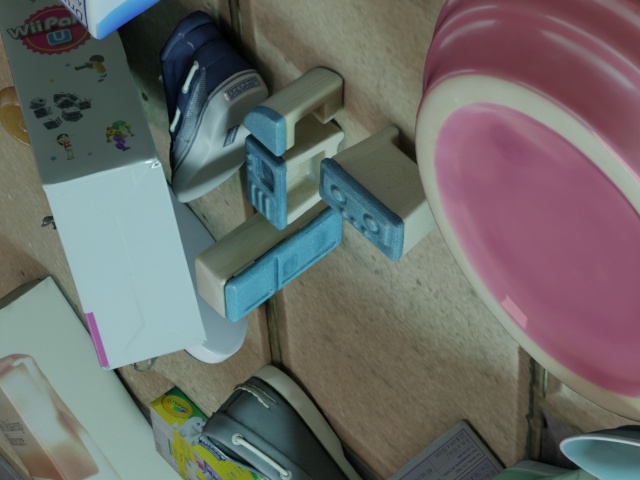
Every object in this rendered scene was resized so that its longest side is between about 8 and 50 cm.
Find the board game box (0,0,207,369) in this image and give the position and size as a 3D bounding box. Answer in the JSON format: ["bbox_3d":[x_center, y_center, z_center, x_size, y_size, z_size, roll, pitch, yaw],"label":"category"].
[{"bbox_3d":[-0.189,-0.081,1.612,0.224,0.097,0.303,81,171,-47],"label":"board game box"}]

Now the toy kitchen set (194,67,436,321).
[{"bbox_3d":[0.000,0.000,1.466,0.166,0.122,0.207,42,155,26],"label":"toy kitchen set"}]

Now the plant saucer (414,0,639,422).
[{"bbox_3d":[0.169,-0.013,1.172,0.332,0.084,0.332,43,156,25],"label":"plant saucer"}]

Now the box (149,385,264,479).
[{"bbox_3d":[-0.115,0.251,2.147,0.179,0.043,0.105,44,155,28],"label":"box"}]

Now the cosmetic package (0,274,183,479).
[{"bbox_3d":[-0.309,0.202,2.340,0.296,0.129,0.153,57,158,-6],"label":"cosmetic package"}]

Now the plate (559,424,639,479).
[{"bbox_3d":[0.245,0.152,1.250,0.188,0.024,0.188,20,167,5],"label":"plate"}]

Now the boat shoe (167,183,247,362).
[{"bbox_3d":[-0.169,0.009,1.808,0.267,0.096,0.088,52,133,8],"label":"boat shoe"}]

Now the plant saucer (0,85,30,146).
[{"bbox_3d":[-0.292,-0.118,1.963,0.083,0.015,0.083,19,143,15],"label":"plant saucer"}]

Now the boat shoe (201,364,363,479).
[{"bbox_3d":[0.005,0.273,1.869,0.319,0.099,0.116,55,157,-3],"label":"boat shoe"}]

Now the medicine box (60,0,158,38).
[{"bbox_3d":[-0.178,-0.332,1.312,0.263,0.149,0.289,46,156,19],"label":"medicine box"}]

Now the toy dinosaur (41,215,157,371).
[{"bbox_3d":[-0.212,0.012,1.979,0.118,0.064,0.268,23,141,29],"label":"toy dinosaur"}]

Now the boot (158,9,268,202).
[{"bbox_3d":[-0.098,-0.108,1.593,0.086,0.069,0.190,56,150,14],"label":"boot"}]

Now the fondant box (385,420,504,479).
[{"bbox_3d":[0.158,0.334,1.665,0.330,0.096,0.238,50,157,7],"label":"fondant box"}]

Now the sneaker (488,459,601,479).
[{"bbox_3d":[0.164,0.232,1.437,0.094,0.151,0.256,59,156,-7],"label":"sneaker"}]
